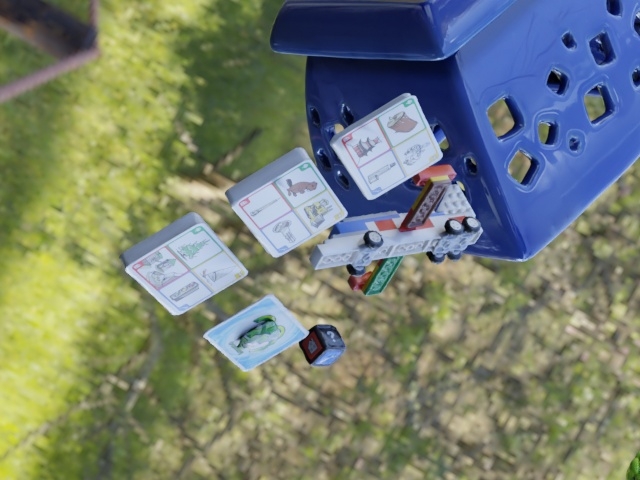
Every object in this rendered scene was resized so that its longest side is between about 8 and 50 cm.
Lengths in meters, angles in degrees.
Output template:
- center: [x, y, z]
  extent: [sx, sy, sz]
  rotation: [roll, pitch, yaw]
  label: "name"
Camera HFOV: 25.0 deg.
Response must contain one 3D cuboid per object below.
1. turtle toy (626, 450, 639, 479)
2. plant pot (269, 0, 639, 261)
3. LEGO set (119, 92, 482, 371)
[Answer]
- center: [0.340, 0.247, 1.400]
  extent: [0.130, 0.066, 0.095]
  rotation: [57, 31, -40]
  label: "turtle toy"
- center: [0.116, -0.144, 1.138]
  extent: [0.236, 0.212, 0.236]
  rotation: [-42, -149, -26]
  label: "plant pot"
- center: [0.000, 0.000, 0.875]
  extent: [0.182, 0.060, 0.244]
  rotation: [-31, 151, 4]
  label: "LEGO set"
